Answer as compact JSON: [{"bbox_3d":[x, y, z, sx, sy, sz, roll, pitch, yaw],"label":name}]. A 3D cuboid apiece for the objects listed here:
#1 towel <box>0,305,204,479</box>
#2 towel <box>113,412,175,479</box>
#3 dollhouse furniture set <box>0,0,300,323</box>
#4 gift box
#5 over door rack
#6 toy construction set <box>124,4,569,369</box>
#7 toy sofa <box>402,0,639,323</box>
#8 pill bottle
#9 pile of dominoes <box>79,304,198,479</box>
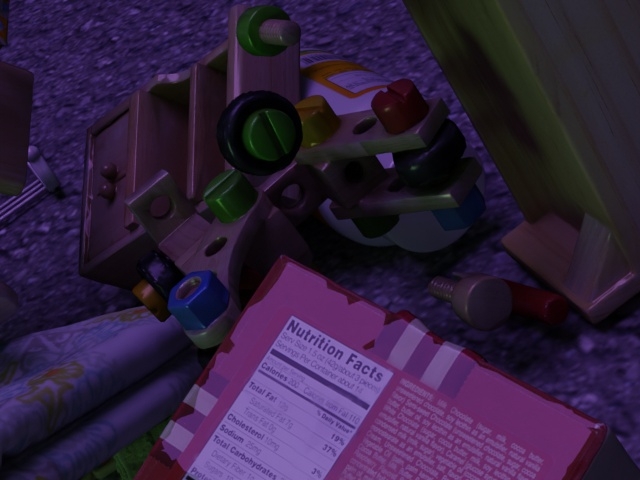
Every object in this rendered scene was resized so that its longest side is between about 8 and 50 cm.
[{"bbox_3d":[-0.292,0.156,1.379,0.320,0.090,0.374,-17,8,29],"label":"towel"},{"bbox_3d":[-0.102,0.178,1.414,0.110,0.027,0.148,-33,32,-4],"label":"towel"},{"bbox_3d":[-0.247,-0.110,1.488,0.256,0.394,0.362,-30,51,46],"label":"dollhouse furniture set"},{"bbox_3d":[0.030,0.198,1.008,0.255,0.258,0.276,33,83,32],"label":"gift box"},{"bbox_3d":[-0.445,-0.074,1.993,0.239,0.108,0.324,-36,31,-8],"label":"over door rack"},{"bbox_3d":[0.000,0.000,1.350,0.237,0.309,0.257,17,84,63],"label":"toy construction set"},{"bbox_3d":[0.164,-0.136,1.299,0.177,0.362,0.150,-37,31,-6],"label":"toy sofa"},{"bbox_3d":[0.035,-0.074,1.543,0.136,0.136,0.245,-39,32,-11],"label":"pill bottle"},{"bbox_3d":[-0.166,0.108,1.557,0.251,0.040,0.196,-33,31,-3],"label":"pile of dominoes"}]
